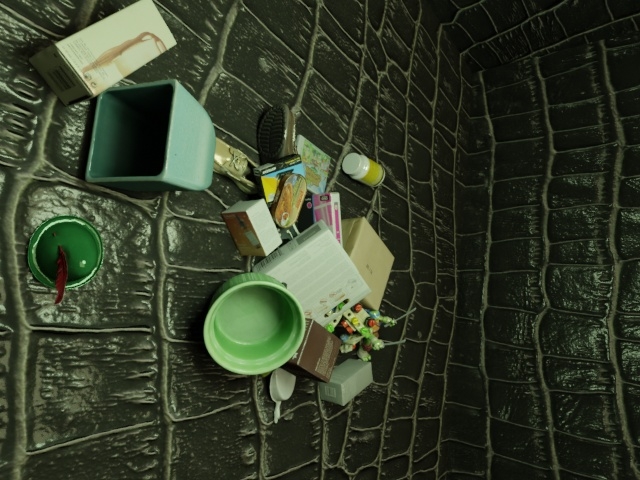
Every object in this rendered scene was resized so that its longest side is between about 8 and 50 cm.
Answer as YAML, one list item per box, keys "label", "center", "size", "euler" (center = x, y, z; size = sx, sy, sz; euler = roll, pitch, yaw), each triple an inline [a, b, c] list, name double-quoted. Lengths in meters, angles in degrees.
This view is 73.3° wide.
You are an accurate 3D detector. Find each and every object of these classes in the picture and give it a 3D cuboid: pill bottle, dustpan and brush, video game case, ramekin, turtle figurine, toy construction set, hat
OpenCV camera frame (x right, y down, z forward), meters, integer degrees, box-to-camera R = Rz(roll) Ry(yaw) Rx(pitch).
- label: "pill bottle"
  center: [0.201, -0.330, 2.005]
  size: [0.209, 0.119, 0.119]
  euler: [14, 78, -51]
- label: "dustpan and brush"
  center: [-0.148, 0.571, 1.600]
  size: [0.147, 0.060, 0.210]
  euler: [15, 71, -61]
- label: "video game case"
  center: [-0.041, -0.301, 1.775]
  size: [0.212, 0.023, 0.193]
  euler: [27, 68, -48]
- label: "ramekin"
  center: [-0.210, 0.247, 1.345]
  size: [0.304, 0.148, 0.303]
  euler: [-4, 105, -14]
- label: "turtle figurine"
  center: [0.282, 0.442, 1.969]
  size: [0.197, 0.275, 0.266]
  euler: [-90, -169, -49]
- label: "toy construction set"
  center: [0.100, 0.354, 1.810]
  size: [0.215, 0.151, 0.327]
  euler: [-45, 129, -10]
- label: "hat"
  center: [-0.548, 0.040, 0.992]
  size: [0.173, 0.184, 0.208]
  euler: [12, 79, -51]

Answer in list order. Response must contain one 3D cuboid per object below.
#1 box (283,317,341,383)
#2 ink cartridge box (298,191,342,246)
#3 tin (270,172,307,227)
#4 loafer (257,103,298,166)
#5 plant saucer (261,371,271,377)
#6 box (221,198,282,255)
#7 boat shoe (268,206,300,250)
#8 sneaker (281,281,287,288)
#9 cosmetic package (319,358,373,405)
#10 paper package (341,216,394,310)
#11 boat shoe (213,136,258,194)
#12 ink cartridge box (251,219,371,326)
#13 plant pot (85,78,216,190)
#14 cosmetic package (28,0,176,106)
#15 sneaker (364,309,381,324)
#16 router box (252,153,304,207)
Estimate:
- label: "box"
  center: [-0.060, 0.389, 1.540]
  size: [0.203, 0.169, 0.166]
  euler: [46, 55, -42]
- label: "ink cartridge box"
  center: [0.000, 0.000, 1.695]
  size: [0.069, 0.176, 0.370]
  euler: [-12, 98, -52]
- label: "tin"
  center: [-0.107, -0.137, 1.456]
  size: [0.106, 0.040, 0.189]
  euler: [17, 94, -44]
- label: "loafer"
  center: [-0.144, -0.309, 1.575]
  size: [0.130, 0.134, 0.365]
  euler: [-8, 106, -55]
- label: "plant saucer"
  center: [-0.164, 0.378, 1.583]
  size: [0.188, 0.045, 0.188]
  euler: [-34, 115, -46]
- label: "box"
  center: [-0.230, -0.042, 1.442]
  size: [0.091, 0.130, 0.170]
  euler: [-44, 122, -42]
- label: "boat shoe"
  center: [-0.144, -0.024, 1.566]
  size: [0.302, 0.115, 0.091]
  euler: [47, 48, -39]
- label: "sneaker"
  center: [-0.194, 0.193, 1.462]
  size: [0.077, 0.178, 0.072]
  euler: [46, 17, -29]
- label: "cosmetic package"
  center: [0.114, 0.607, 1.866]
  size: [0.238, 0.127, 0.107]
  euler: [-11, 97, -50]
- label: "paper package"
  center: [0.158, 0.106, 1.903]
  size: [0.325, 0.168, 0.309]
  euler: [49, 53, -38]
- label: "boat shoe"
  center: [-0.280, -0.253, 1.410]
  size: [0.302, 0.098, 0.109]
  euler: [40, 59, -44]
- label: "ink cartridge box"
  center: [-0.020, 0.148, 1.601]
  size: [0.308, 0.091, 0.385]
  euler: [-36, 128, 1]
- label: "plant pot"
  center: [-0.414, -0.240, 1.140]
  size: [0.252, 0.247, 0.247]
  euler: [25, 68, -68]
- label: "cosmetic package"
  center: [-0.526, -0.469, 1.064]
  size: [0.296, 0.153, 0.129]
  euler: [-56, 132, -34]
- label: "sneaker"
  center: [0.231, 0.376, 2.066]
  size: [0.209, 0.069, 0.082]
  euler: [41, 62, -43]
- label: "router box"
  center: [-0.134, -0.207, 1.464]
  size: [0.179, 0.046, 0.133]
  euler: [-30, 122, -34]
